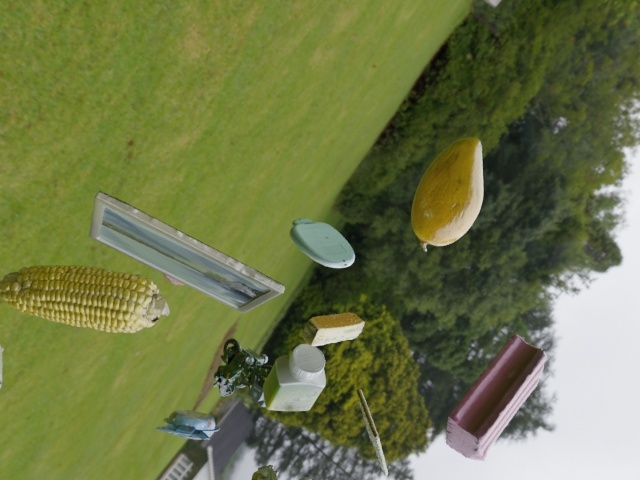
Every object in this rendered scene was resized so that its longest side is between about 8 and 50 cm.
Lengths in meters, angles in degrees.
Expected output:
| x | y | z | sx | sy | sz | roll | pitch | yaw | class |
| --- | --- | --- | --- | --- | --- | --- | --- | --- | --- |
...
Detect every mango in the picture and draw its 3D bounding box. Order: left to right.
| x | y | z | sx | sy | sz | roll | pitch | yaw | class |
| --- | --- | --- | --- | --- | --- | --- | --- | --- | --- |
| 0.332 | -0.118 | 1.531 | 0.119 | 0.176 | 0.317 | 15 | 94 | -52 | mango |

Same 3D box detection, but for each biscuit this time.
| x | y | z | sx | sy | sz | roll | pitch | yaw | class |
| --- | --- | --- | --- | --- | --- | --- | --- | --- | --- |
| 0.031 | 0.204 | 1.355 | 0.188 | 0.052 | 0.056 | 4 | 120 | -52 | biscuit |
| 0.123 | 0.453 | 1.399 | 0.016 | 0.139 | 0.231 | -19 | 137 | -3 | biscuit |

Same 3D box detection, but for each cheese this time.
| x | y | z | sx | sy | sz | roll | pitch | yaw | class |
| --- | --- | --- | --- | --- | --- | --- | --- | --- | --- |
| -0.308 | 0.438 | 1.398 | 0.245 | 0.135 | 0.052 | 116 | -15 | -79 | cheese |

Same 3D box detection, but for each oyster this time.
| x | y | z | sx | sy | sz | roll | pitch | yaw | class |
| --- | --- | --- | --- | --- | --- | --- | --- | --- | --- |
| -0.131 | 0.550 | 1.295 | 0.146 | 0.045 | 0.122 | -53 | -165 | 15 | oyster |

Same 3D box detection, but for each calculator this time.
| x | y | z | sx | sy | sz | roll | pitch | yaw | class |
| --- | --- | --- | --- | --- | --- | --- | --- | --- | --- |
| 0.000 | 0.000 | 1.991 | 0.184 | 0.295 | 0.042 | -7 | 126 | -35 | calculator |

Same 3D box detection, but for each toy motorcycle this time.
| x | y | z | sx | sy | sz | roll | pitch | yaw | class |
| --- | --- | --- | --- | --- | --- | --- | --- | --- | --- |
| -0.245 | 0.454 | 1.945 | 0.124 | 0.274 | 0.187 | 10 | 103 | -54 | toy motorcycle |

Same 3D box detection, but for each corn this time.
| x | y | z | sx | sy | sz | roll | pitch | yaw | class |
| --- | --- | --- | --- | --- | --- | --- | --- | --- | --- |
| -0.478 | 0.115 | 1.209 | 0.130 | 0.346 | 0.130 | 7 | 90 | -88 | corn |

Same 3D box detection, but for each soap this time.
| x | y | z | sx | sy | sz | roll | pitch | yaw | class |
| --- | --- | --- | --- | --- | --- | --- | --- | --- | --- |
| 0.537 | 0.488 | 1.810 | 0.359 | 0.128 | 0.233 | -42 | 146 | -24 | soap |

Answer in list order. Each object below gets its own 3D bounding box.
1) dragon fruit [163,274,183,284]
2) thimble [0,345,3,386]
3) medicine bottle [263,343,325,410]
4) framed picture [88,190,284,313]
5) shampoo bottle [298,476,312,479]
| x | y | z | sx | sy | sz | roll | pitch | yaw | class |
| --- | --- | --- | --- | --- | --- | --- | --- | --- | --- |
| -0.437 | 0.088 | 1.936 | 0.162 | 0.106 | 0.083 | -23 | 130 | -18 | dragon fruit |
| -0.642 | 0.241 | 1.094 | 0.102 | 0.090 | 0.115 | -12 | 134 | -20 | thimble |
| -0.060 | 0.355 | 1.524 | 0.088 | 0.132 | 0.188 | -102 | -152 | -43 | medicine bottle |
| -0.214 | 0.029 | 0.911 | 0.213 | 0.289 | 0.016 | -32 | -148 | 63 | framed picture |
| -0.049 | 0.773 | 1.722 | 0.056 | 0.056 | 0.195 | -49 | -171 | 12 | shampoo bottle |
